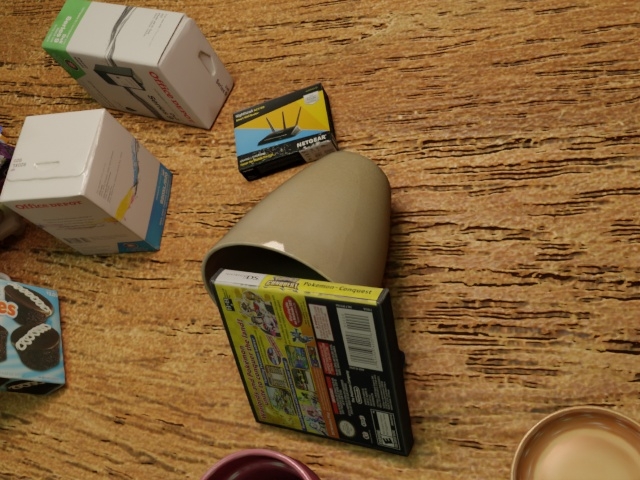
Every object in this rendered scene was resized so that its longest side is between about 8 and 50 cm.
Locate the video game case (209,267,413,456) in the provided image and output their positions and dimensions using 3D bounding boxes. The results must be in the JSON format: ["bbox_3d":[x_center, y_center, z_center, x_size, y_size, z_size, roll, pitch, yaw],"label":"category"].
[{"bbox_3d":[-0.008,0.168,0.988,0.248,0.275,0.035,5,36,26],"label":"video game case"}]

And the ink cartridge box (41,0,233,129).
[{"bbox_3d":[-0.344,-0.337,1.381,0.289,0.211,0.121,15,72,27],"label":"ink cartridge box"}]

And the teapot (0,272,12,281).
[{"bbox_3d":[-0.672,0.172,1.263,0.187,0.252,0.256,-3,81,14],"label":"teapot"}]

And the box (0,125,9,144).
[{"bbox_3d":[-0.741,-0.194,1.576,0.081,0.028,0.136,25,75,28],"label":"box"}]

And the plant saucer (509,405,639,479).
[{"bbox_3d":[0.343,0.312,0.913,0.200,0.037,0.200,-9,64,18],"label":"plant saucer"}]

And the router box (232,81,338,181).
[{"bbox_3d":[-0.066,-0.195,1.304,0.179,0.046,0.133,-17,61,13],"label":"router box"}]

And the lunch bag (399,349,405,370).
[{"bbox_3d":[0.078,0.200,1.050,0.065,0.067,0.098,5,71,24],"label":"lunch bag"}]

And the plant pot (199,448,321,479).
[{"bbox_3d":[-0.057,0.388,0.947,0.201,0.180,0.201,-8,64,17],"label":"plant pot"}]

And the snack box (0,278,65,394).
[{"bbox_3d":[-0.583,0.144,1.186,0.060,0.322,0.187,-34,57,28],"label":"snack box"}]

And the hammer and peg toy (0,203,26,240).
[{"bbox_3d":[-0.782,-0.030,1.444,0.361,0.127,0.266,-33,68,4],"label":"hammer and peg toy"}]

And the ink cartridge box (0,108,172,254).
[{"bbox_3d":[-0.403,-0.097,1.278,0.171,0.233,0.168,-3,66,20],"label":"ink cartridge box"}]

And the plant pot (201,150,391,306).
[{"bbox_3d":[0.000,0.000,1.090,0.256,0.256,0.274,10,49,25],"label":"plant pot"}]

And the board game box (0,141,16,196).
[{"bbox_3d":[-0.664,-0.044,1.236,0.347,0.208,0.056,-40,91,2],"label":"board game box"}]
